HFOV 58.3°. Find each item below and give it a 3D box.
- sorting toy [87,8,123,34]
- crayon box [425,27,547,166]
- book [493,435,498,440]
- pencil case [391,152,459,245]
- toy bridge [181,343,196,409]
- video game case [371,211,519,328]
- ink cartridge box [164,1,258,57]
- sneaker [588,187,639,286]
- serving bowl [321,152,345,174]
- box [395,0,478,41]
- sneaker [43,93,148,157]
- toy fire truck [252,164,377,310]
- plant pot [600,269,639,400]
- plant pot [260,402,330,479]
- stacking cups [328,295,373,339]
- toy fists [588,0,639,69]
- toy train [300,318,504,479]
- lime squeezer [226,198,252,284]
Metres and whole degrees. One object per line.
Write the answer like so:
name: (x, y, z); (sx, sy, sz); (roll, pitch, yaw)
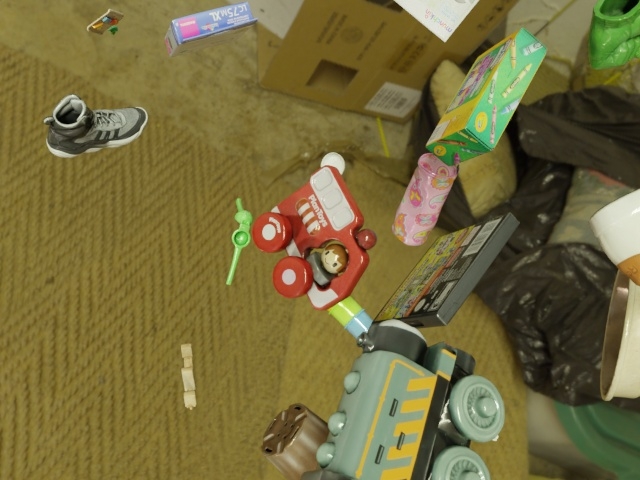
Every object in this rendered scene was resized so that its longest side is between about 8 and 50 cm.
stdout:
sorting toy: (-0.412, -0.422, 1.121); (0.012, 0.062, 0.083); (56, 14, -4)
crayon box: (0.359, -0.308, 1.254); (0.081, 0.165, 0.279); (35, 76, -13)
book: (0.447, 0.547, 1.713); (0.144, 0.035, 0.096); (16, 17, -10)
pencil case: (0.299, -0.118, 1.658); (0.124, 0.284, 0.124); (9, 41, -8)
toy bridge: (-0.300, 0.318, 1.309); (0.026, 0.063, 0.188); (-7, 30, -12)
video game case: (0.246, 0.072, 1.160); (0.035, 0.248, 0.275); (46, 66, -8)
ink cartridge box: (-0.273, -0.511, 1.392); (0.185, 0.311, 0.065); (-21, 108, -14)
sneaker: (0.462, -0.039, 0.626); (0.105, 0.290, 0.123); (18, 45, -57)
serving bowl: (0.044, -0.232, 1.792); (0.027, 0.083, 0.084); (-3, 66, -58)
box: (0.307, -0.704, 1.500); (0.261, 0.231, 0.127); (38, 37, -6)
sneaker: (-0.573, -0.309, 1.476); (0.268, 0.153, 0.101); (-25, 75, -24)
toy fire truck: (0.000, 0.000, 1.393); (0.169, 0.253, 0.302); (8, 51, -60)
plant pot: (0.791, 0.211, 1.220); (0.305, 0.334, 0.334); (10, 52, 21)
plant pot: (-0.022, 0.431, 1.166); (0.165, 0.166, 0.167); (47, 52, -18)
stacking cups: (0.124, 0.245, 1.665); (0.316, 0.096, 0.096); (43, 52, 11)
toy fists: (0.610, -0.441, 1.096); (0.096, 0.142, 0.279); (33, 74, 31)
toy train: (0.086, 0.252, 0.652); (0.190, 0.142, 0.334); (32, 59, -13)
lime squeezer: (-0.255, -0.023, 1.762); (0.058, 0.109, 0.311); (27, 51, -36)
